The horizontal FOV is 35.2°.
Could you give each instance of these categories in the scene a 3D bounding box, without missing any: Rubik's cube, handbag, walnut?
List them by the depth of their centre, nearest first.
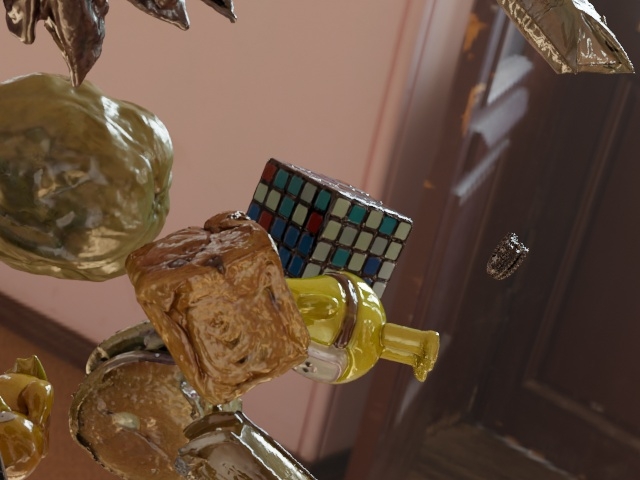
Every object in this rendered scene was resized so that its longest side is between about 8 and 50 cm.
[{"bbox_3d":[-0.340,-0.080,1.367,0.277,0.253,0.282,14,-16,-7],"label":"walnut"},{"bbox_3d":[0.000,0.000,1.559,0.187,0.184,0.182,18,9,-42],"label":"Rubik's cube"},{"bbox_3d":[0.384,-0.358,1.628,0.183,0.117,0.270,-8,53,-36],"label":"handbag"}]

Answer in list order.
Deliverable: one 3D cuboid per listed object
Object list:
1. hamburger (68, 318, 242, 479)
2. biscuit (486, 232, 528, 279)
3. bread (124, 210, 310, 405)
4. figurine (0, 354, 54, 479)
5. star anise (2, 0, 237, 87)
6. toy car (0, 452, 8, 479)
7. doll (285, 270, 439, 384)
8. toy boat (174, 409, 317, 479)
[{"bbox_3d":[-0.295,0.291,1.793,0.277,0.317,0.195,-2,33,9],"label":"hamburger"},{"bbox_3d":[0.282,0.022,1.518,0.027,0.089,0.087,33,57,-8],"label":"biscuit"},{"bbox_3d":[-0.100,0.063,1.039,0.149,0.158,0.143,-30,24,-3],"label":"bread"},{"bbox_3d":[-0.522,0.303,1.669,0.215,0.215,0.228,15,-5,5],"label":"figurine"},{"bbox_3d":[-0.167,-0.212,0.639,0.283,0.212,0.129,-9,0,-9],"label":"star anise"},{"bbox_3d":[-0.461,0.310,1.324,0.089,0.209,0.108,-17,16,-27],"label":"toy car"},{"bbox_3d":[-0.035,0.089,1.238,0.363,0.199,0.145,15,66,1],"label":"doll"},{"bbox_3d":[-0.058,0.344,1.257,0.321,0.121,0.089,46,10,-19],"label":"toy boat"}]
